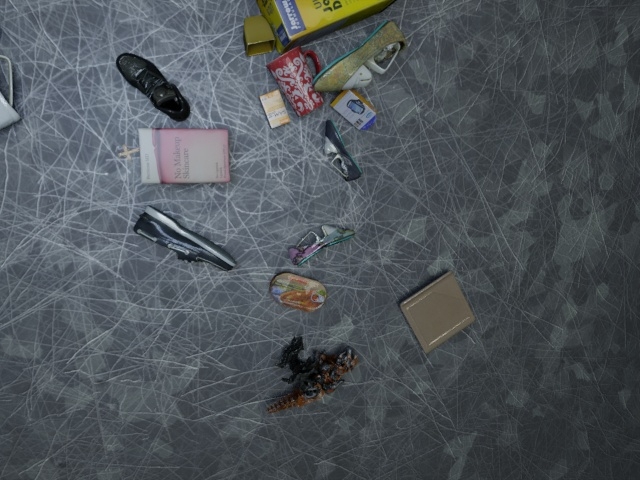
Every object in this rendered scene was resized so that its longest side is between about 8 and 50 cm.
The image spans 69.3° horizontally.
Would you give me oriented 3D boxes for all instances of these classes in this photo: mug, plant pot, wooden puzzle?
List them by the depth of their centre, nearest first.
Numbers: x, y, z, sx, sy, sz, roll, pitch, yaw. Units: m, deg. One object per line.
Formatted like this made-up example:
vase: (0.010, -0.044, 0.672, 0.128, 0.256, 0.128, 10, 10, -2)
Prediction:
plant pot: (-0.180, -0.579, 1.299, 0.082, 0.081, 0.083, -17, 91, -11)
mug: (-0.051, -0.462, 1.333, 0.150, 0.113, 0.169, -30, 109, 0)
wooden puzzle: (0.407, 0.249, 1.616, 0.221, 0.044, 0.238, -32, 110, -7)

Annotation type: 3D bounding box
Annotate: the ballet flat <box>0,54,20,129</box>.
ballet flat: (-0.846, -0.470, 1.134, 0.139, 0.139, 0.400, -13, 107, -12)

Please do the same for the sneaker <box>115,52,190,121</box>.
sneaker: (-0.445, -0.416, 1.233, 0.087, 0.130, 0.227, -46, 105, -5)

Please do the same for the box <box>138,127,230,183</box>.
box: (-0.373, -0.233, 1.278, 0.232, 0.127, 0.148, -4, 102, -17)

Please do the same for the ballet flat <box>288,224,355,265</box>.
ballet flat: (0.000, 0.000, 1.454, 0.221, 0.077, 0.079, -28, 86, -8)

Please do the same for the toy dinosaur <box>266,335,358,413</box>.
toy dinosaur: (-0.027, 0.448, 1.489, 0.322, 0.164, 0.218, -48, 125, -24)

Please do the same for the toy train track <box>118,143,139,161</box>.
toy train track: (-0.526, -0.251, 1.300, 0.083, 0.014, 0.048, -21, 104, -11)

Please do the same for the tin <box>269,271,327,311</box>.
tin: (-0.071, 0.162, 1.478, 0.190, 0.040, 0.106, 19, 99, -17)

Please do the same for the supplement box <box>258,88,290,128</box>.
supplement box: (-0.136, -0.386, 1.363, 0.062, 0.036, 0.098, -24, 105, -9)

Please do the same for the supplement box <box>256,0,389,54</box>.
supplement box: (0.020, -0.686, 1.267, 0.357, 0.194, 0.195, -27, 105, -9)

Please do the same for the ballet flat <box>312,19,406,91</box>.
ballet flat: (0.127, -0.508, 1.330, 0.348, 0.123, 0.123, -45, 108, -22)

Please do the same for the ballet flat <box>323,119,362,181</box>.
ballet flat: (0.053, -0.267, 1.417, 0.074, 0.074, 0.203, -34, 108, -6)

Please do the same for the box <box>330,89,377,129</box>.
box: (0.107, -0.398, 1.404, 0.136, 0.081, 0.028, 35, 45, -19)

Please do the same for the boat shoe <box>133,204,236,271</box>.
boat shoe: (-0.388, 0.015, 1.337, 0.302, 0.114, 0.091, 33, 90, -5)
